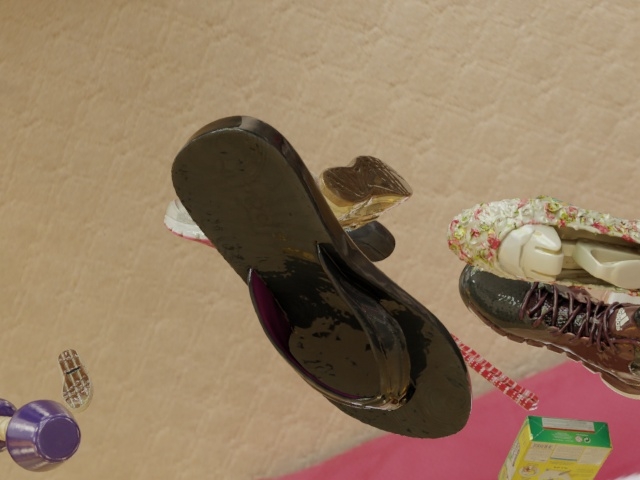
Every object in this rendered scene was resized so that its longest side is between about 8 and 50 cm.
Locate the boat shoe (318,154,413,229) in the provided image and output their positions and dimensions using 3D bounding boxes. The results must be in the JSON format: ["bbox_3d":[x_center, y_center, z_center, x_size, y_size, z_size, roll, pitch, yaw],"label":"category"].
[{"bbox_3d":[0.061,-0.074,1.754,0.109,0.302,0.098,46,117,14],"label":"boat shoe"}]

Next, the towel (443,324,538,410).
[{"bbox_3d":[0.330,0.254,2.076,0.275,0.199,0.031,37,94,18],"label":"towel"}]

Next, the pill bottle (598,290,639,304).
[{"bbox_3d":[0.483,0.111,1.527,0.121,0.216,0.121,-1,85,9],"label":"pill bottle"}]

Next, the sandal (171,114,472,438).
[{"bbox_3d":[-0.003,0.075,1.054,0.168,0.107,0.445,-28,114,29],"label":"sandal"}]

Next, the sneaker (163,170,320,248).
[{"bbox_3d":[-0.085,-0.041,1.208,0.103,0.252,0.111,22,76,-49],"label":"sneaker"}]

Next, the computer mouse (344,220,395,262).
[{"bbox_3d":[0.000,0.000,1.885,0.262,0.184,0.060,16,140,14],"label":"computer mouse"}]

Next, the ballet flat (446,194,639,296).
[{"bbox_3d":[0.244,0.010,0.969,0.241,0.077,0.091,5,115,-2],"label":"ballet flat"}]

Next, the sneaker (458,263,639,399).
[{"bbox_3d":[0.304,0.080,1.153,0.281,0.162,0.106,26,73,1],"label":"sneaker"}]

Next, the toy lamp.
[{"bbox_3d":[-0.335,0.216,1.139,0.080,0.275,0.080,4,82,-29],"label":"toy lamp"}]

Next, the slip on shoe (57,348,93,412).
[{"bbox_3d":[-0.395,0.233,1.634,0.051,0.135,0.041,-23,131,-12],"label":"slip on shoe"}]

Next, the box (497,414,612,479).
[{"bbox_3d":[0.291,0.289,1.281,0.105,0.043,0.179,6,136,-3],"label":"box"}]
